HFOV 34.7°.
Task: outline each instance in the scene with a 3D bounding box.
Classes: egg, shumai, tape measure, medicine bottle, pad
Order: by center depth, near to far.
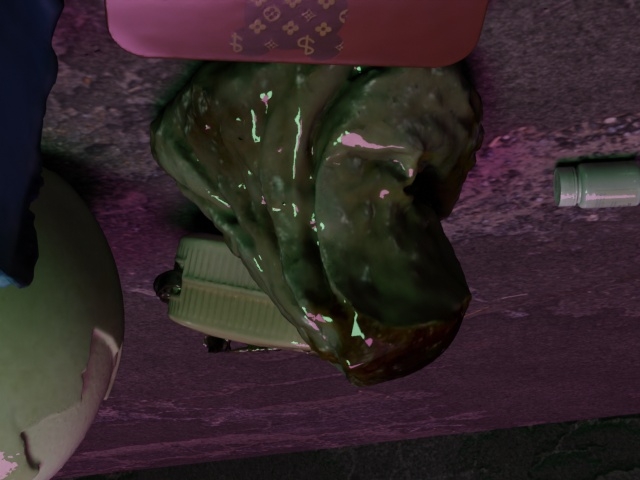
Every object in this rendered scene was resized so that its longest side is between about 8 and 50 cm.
[{"bbox_3d":[-0.011,-0.186,0.682,0.267,0.004,0.181,1,140,-6],"label":"pad"},{"bbox_3d":[0.000,0.000,0.877,0.304,0.263,0.309,-8,158,10],"label":"shumai"},{"bbox_3d":[-0.329,0.090,0.995,0.278,0.336,0.278,-7,160,-3],"label":"egg"},{"bbox_3d":[0.282,-0.056,1.042,0.083,0.047,0.047,-2,158,4],"label":"medicine bottle"},{"bbox_3d":[-0.049,0.068,1.166,0.231,0.133,0.271,9,-179,23],"label":"tape measure"}]

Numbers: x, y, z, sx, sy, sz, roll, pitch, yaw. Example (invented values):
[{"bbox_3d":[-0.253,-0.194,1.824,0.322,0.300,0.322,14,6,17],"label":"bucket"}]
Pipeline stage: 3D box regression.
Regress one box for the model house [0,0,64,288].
[{"bbox_3d":[-0.332,-0.101,0.642,0.303,0.237,0.215,-5,156,13],"label":"model house"}]
